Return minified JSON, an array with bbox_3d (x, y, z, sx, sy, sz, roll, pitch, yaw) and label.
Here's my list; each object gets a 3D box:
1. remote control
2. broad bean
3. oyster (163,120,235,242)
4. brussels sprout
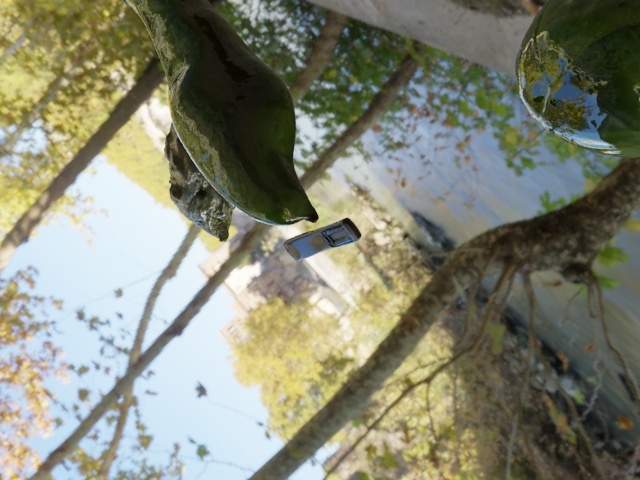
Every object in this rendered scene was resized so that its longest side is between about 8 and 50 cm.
[{"bbox_3d":[0.000,0.000,1.472,0.212,0.028,0.059,-20,116,47],"label":"remote control"},{"bbox_3d":[-0.087,-0.126,0.503,0.075,0.067,0.325,-8,-129,-39],"label":"broad bean"},{"bbox_3d":[-0.159,-0.115,0.946,0.132,0.209,0.072,16,-173,7],"label":"oyster"},{"bbox_3d":[0.515,-0.281,1.205,0.354,0.281,0.289,30,142,1],"label":"brussels sprout"}]
